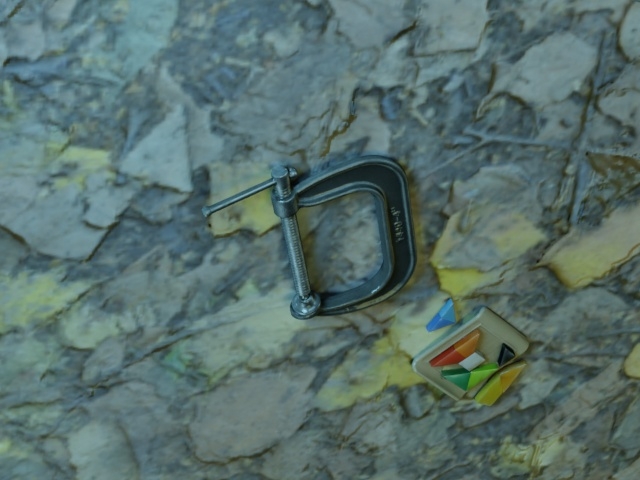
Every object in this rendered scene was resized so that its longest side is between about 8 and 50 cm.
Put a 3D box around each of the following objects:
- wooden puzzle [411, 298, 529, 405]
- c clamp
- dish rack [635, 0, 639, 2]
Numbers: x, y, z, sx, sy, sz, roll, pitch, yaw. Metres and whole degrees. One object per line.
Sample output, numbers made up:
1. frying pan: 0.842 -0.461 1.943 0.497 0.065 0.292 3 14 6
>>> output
1. wooden puzzle: 0.113 0.087 1.482 0.116 0.014 0.078 27 116 -41
2. c clamp: 0.000 0.000 1.341 0.137 0.022 0.161 -26 136 -7
3. dish rack: 0.329 -0.134 1.247 0.271 0.208 0.074 7 84 -30
